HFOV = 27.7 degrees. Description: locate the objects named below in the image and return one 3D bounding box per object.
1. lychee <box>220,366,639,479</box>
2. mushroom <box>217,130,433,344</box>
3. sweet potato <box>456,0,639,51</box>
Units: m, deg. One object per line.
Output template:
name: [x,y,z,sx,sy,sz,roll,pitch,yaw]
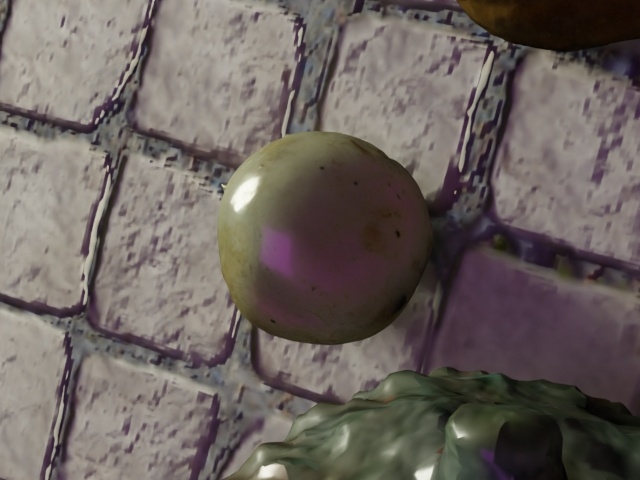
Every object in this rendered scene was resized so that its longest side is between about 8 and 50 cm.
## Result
lychee: [0.055,0.168,0.364,0.255,0.255,0.274,12,123,26]
mushroom: [0.000,0.000,0.495,0.084,0.083,0.067,69,156,12]
sweet potato: [0.144,-0.108,0.435,0.233,0.062,0.081,-7,84,23]
